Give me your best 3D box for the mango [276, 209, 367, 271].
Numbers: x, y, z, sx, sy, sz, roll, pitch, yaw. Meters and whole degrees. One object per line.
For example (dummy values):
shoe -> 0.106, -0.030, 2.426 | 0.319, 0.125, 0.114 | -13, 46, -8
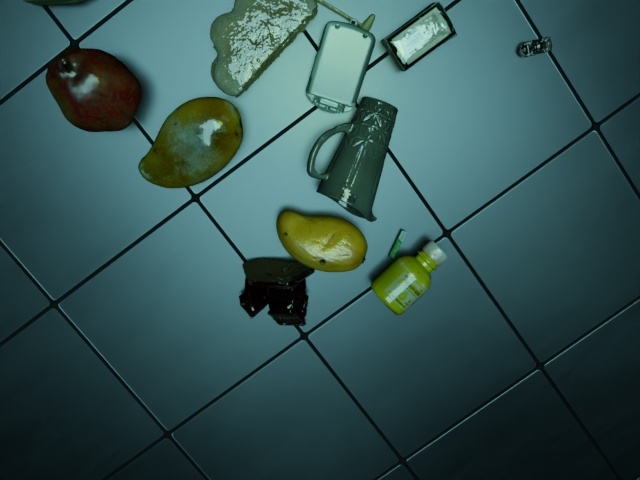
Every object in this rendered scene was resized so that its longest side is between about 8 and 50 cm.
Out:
mango -> 0.001, 0.001, 1.788 | 0.262, 0.109, 0.157 | 20, 78, 4

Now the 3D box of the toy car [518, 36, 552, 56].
toy car -> 0.570, -0.514, 1.758 | 0.093, 0.025, 0.041 | -13, 101, -3

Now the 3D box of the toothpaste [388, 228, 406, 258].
toothpaste -> 0.215, 0.009, 1.851 | 0.017, 0.020, 0.083 | 24, 100, -10

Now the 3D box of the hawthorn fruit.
hawthorn fruit -> -0.558, -0.379, 1.610 | 0.208, 0.248, 0.208 | -5, 70, 13

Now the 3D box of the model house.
model house -> -0.124, 0.148, 1.826 | 0.203, 0.141, 0.164 | 8, 123, 15

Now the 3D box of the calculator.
calculator -> 0.052, -0.453, 1.720 | 0.141, 0.045, 0.246 | 16, 108, -4

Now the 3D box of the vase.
vase -> 0.095, -0.224, 1.735 | 0.251, 0.156, 0.301 | 19, 94, -26

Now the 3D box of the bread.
bread -> -0.167, -0.532, 1.677 | 0.183, 0.102, 0.337 | 43, 96, -10

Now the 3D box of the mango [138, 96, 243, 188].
mango -> -0.336, -0.243, 1.710 | 0.316, 0.146, 0.193 | -35, 98, 14

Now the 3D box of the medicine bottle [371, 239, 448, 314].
medicine bottle -> 0.252, 0.095, 1.819 | 0.212, 0.122, 0.122 | -44, 101, 6

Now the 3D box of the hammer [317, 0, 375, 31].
hammer -> 0.049, -0.605, 1.713 | 0.195, 0.028, 0.060 | 29, 94, -7

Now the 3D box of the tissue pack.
tissue pack -> 0.255, -0.526, 1.707 | 0.170, 0.090, 0.103 | -34, 101, 6

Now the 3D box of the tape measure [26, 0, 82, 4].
tape measure -> -0.655, -0.703, 1.612 | 0.207, 0.115, 0.235 | -2, 102, 0
